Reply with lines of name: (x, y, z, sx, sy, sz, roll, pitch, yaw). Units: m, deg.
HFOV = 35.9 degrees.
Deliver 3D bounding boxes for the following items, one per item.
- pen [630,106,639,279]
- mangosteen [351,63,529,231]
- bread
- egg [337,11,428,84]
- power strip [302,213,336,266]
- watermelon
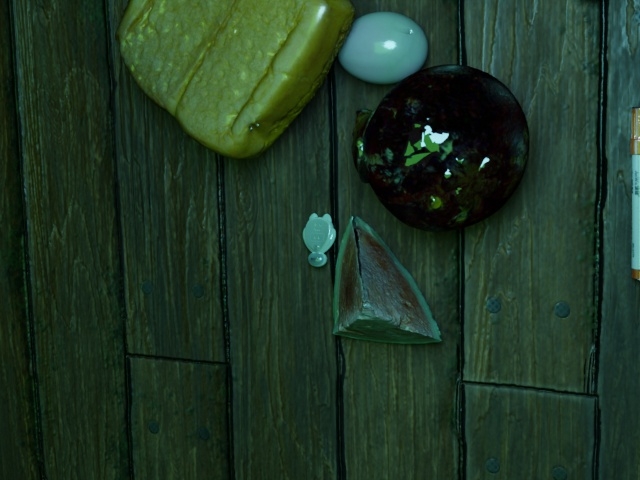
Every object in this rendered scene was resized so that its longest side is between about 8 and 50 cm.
pen: (0.437, -0.063, 1.348, 0.028, 0.028, 0.239, 1, 100, 23)
mangosteen: (0.150, -0.142, 1.375, 0.289, 0.231, 0.231, 42, 117, 49)
bread: (-0.116, -0.310, 1.456, 0.328, 0.148, 0.337, 43, 116, 19)
egg: (0.088, -0.276, 1.417, 0.135, 0.103, 0.103, 6, 101, 24)
power strip: (0.000, 0.000, 1.544, 0.055, 0.035, 0.083, 2, 86, 22)
watermelon: (0.093, 0.064, 1.454, 0.136, 0.202, 0.207, -13, 98, -15)
